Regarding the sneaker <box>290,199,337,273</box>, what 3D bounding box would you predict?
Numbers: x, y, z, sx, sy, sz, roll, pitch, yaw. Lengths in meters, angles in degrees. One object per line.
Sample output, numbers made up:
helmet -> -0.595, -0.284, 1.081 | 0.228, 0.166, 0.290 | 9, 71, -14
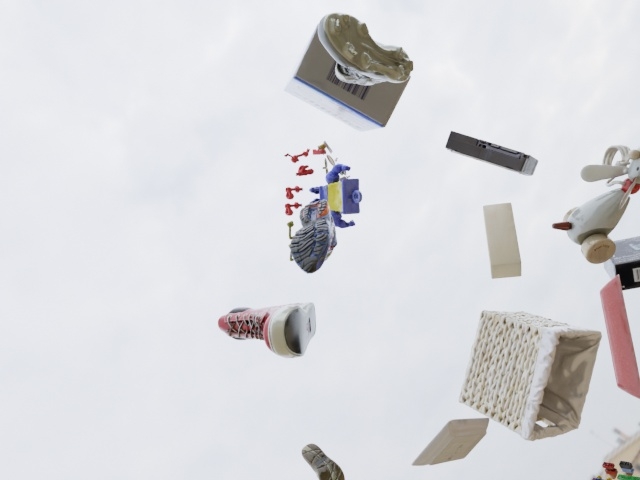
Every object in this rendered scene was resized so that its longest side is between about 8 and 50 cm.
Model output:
sneaker -> 0.000, 0.000, 1.151 | 0.087, 0.083, 0.221 | 61, -158, -26

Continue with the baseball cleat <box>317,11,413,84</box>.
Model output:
baseball cleat -> 0.045, -0.258, 0.814 | 0.205, 0.109, 0.072 | 9, -98, -49

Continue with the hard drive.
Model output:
hard drive -> 0.542, -0.266, 1.785 | 0.339, 0.236, 0.064 | -9, -61, -65

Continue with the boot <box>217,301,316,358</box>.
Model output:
boot -> -0.111, 0.156, 1.005 | 0.244, 0.176, 0.089 | 8, -101, -82

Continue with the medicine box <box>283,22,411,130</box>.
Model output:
medicine box -> 0.059, -0.416, 1.518 | 0.263, 0.289, 0.149 | 26, -87, -11

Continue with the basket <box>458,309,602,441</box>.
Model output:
basket -> 0.641, 0.390, 1.751 | 0.328, 0.266, 0.331 | 8, -83, -43

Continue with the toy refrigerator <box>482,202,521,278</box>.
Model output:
toy refrigerator -> 0.639, 0.000, 2.017 | 0.094, 0.102, 0.270 | 66, -157, -49

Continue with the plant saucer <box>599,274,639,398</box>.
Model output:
plant saucer -> 0.673, 0.221, 1.287 | 0.259, 0.047, 0.259 | 21, -118, -60

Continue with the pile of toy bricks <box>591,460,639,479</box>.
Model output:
pile of toy bricks -> 0.894, 0.713, 1.623 | 0.118, 0.212, 0.105 | -36, -79, -34

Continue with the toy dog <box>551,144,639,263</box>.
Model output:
toy dog -> 0.727, -0.109, 1.494 | 0.160, 0.220, 0.334 | 12, -77, -19

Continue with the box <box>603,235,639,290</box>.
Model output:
box -> 0.931, 0.062, 1.684 | 0.158, 0.155, 0.093 | -64, -41, -64

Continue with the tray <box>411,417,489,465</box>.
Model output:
tray -> 0.329, 0.494, 1.388 | 0.145, 0.030, 0.270 | -52, -36, 12

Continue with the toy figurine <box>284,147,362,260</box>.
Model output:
toy figurine -> 0.031, -0.104, 1.734 | 0.191, 0.217, 0.363 | -5, -85, -45

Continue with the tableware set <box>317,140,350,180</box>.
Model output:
tableware set -> 0.039, -0.257, 1.896 | 0.024, 0.104, 0.154 | -36, -87, -9

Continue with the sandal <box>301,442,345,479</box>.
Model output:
sandal -> 0.009, 0.653, 1.627 | 0.072, 0.180, 0.049 | -25, -52, -26
